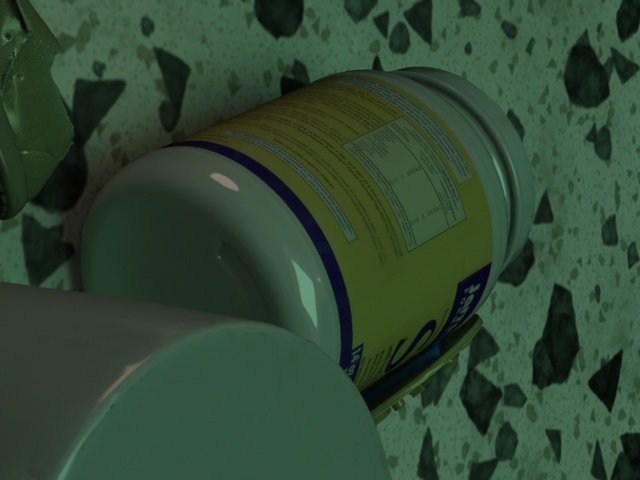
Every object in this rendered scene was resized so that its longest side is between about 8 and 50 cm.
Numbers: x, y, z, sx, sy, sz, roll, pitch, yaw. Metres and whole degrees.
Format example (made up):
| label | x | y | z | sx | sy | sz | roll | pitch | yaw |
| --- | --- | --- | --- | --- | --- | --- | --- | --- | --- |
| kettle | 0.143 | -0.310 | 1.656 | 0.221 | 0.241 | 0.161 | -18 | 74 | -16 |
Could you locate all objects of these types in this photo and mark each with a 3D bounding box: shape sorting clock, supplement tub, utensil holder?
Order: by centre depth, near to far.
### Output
| label | x | y | z | sx | sy | sz | roll | pitch | yaw |
| --- | --- | --- | --- | --- | --- | --- | --- | --- | --- |
| utensil holder | -0.196 | 0.180 | 0.976 | 0.327 | 0.385 | 0.327 | -6 | 97 | -50 |
| supplement tub | 0.000 | 0.000 | 1.312 | 0.331 | 0.241 | 0.241 | -28 | 114 | -45 |
| shape sorting clock | 0.059 | 0.131 | 1.438 | 0.040 | 0.206 | 0.206 | 52 | 50 | -6 |

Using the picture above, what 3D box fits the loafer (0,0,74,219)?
| label | x | y | z | sx | sy | sz | roll | pitch | yaw |
| --- | --- | --- | --- | --- | --- | --- | --- | --- | --- |
| loafer | -0.239 | -0.148 | 1.127 | 0.092 | 0.102 | 0.268 | -39 | 131 | -43 |
